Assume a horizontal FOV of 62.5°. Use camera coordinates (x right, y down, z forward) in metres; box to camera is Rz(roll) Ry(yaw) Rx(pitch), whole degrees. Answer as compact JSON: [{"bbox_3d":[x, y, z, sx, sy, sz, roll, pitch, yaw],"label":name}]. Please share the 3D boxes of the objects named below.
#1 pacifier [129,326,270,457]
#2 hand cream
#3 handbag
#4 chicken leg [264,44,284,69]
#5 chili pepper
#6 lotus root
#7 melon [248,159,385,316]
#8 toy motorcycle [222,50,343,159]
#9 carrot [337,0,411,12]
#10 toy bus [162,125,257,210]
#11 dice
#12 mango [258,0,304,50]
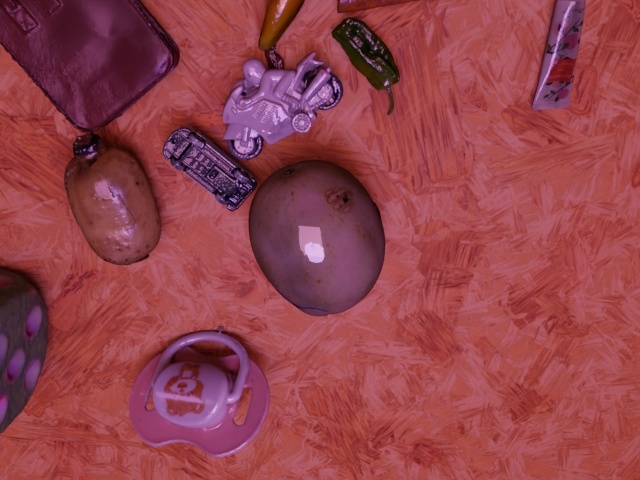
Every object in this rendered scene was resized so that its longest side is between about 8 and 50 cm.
[{"bbox_3d":[-0.277,0.374,1.234,0.333,0.220,0.272,5,113,11],"label":"pacifier"},{"bbox_3d":[0.472,-0.373,1.035,0.080,0.050,0.233,-4,119,-4],"label":"hand cream"},{"bbox_3d":[-0.437,-0.375,0.988,0.260,0.084,0.275,-36,109,13],"label":"handbag"},{"bbox_3d":[-0.092,-0.363,1.035,0.036,0.021,0.083,-5,112,11],"label":"chicken leg"},{"bbox_3d":[0.108,-0.343,1.026,0.072,0.073,0.204,-43,109,1],"label":"chili pepper"},{"bbox_3d":[-0.426,-0.082,1.080,0.160,0.146,0.284,-21,122,-13],"label":"lotus root"},{"bbox_3d":[0.000,0.000,1.058,0.269,0.268,0.330,-21,121,7],"label":"melon"},{"bbox_3d":[-0.094,-0.275,1.025,0.260,0.110,0.170,-30,109,13],"label":"toy motorcycle"},{"bbox_3d":[0.141,-0.463,0.982,0.225,0.057,0.057,-6,113,0],"label":"carrot"},{"bbox_3d":[-0.224,-0.155,1.082,0.194,0.089,0.087,38,108,-16],"label":"toy bus"},{"bbox_3d":[-0.796,0.237,1.107,0.323,0.330,0.318,10,108,-5],"label":"dice"},{"bbox_3d":[-0.067,-0.433,0.962,0.066,0.101,0.187,25,111,-11],"label":"mango"}]
